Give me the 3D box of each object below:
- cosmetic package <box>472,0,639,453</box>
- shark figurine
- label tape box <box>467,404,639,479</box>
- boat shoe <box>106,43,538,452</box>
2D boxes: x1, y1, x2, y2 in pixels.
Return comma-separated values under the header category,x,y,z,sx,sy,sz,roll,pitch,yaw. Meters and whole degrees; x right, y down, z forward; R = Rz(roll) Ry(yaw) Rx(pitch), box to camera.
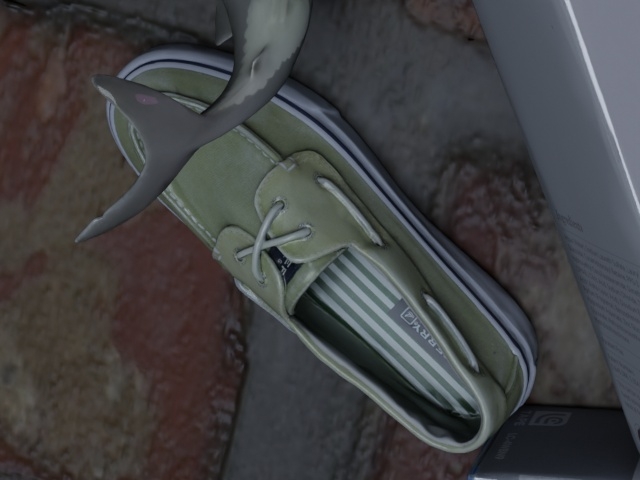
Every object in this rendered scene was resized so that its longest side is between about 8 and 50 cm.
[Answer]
category,x,y,z,sx,sy,sz,roll,pitch,yaw
cosmetic package,0.212,-0.078,0.910,0.217,0.156,0.385,-25,105,-7
shark figurine,-0.051,-0.122,1.006,0.166,0.278,0.116,10,148,-18
label tape box,0.266,0.234,1.052,0.347,0.115,0.249,2,108,21
boat shoe,0.000,0.000,1.062,0.302,0.094,0.109,38,114,0
